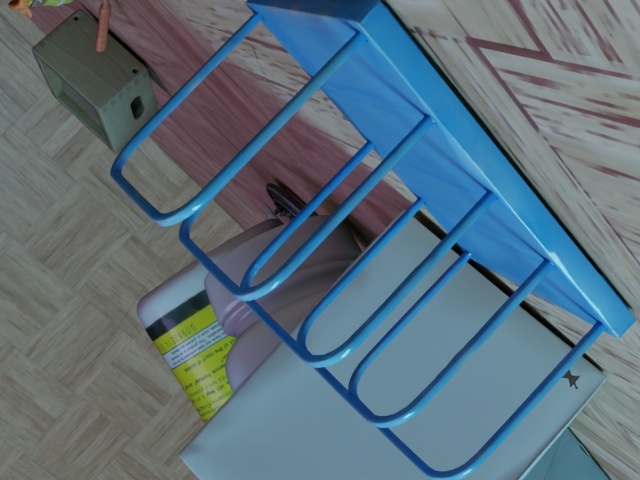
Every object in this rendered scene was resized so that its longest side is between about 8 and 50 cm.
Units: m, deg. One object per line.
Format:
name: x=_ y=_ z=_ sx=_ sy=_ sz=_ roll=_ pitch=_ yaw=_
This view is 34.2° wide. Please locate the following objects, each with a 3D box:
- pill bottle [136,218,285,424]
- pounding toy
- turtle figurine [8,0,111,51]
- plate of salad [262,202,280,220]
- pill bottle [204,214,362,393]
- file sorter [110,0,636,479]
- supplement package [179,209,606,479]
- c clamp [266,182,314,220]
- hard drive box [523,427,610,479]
pill bottle: x=-0.035 y=0.161 z=1.114 sx=0.334 sy=0.188 sz=0.188 roll=58 pitch=176 yaw=1
pounding toy: x=-0.245 y=-0.186 z=1.179 sx=0.130 sy=0.100 sz=0.141 roll=42 pitch=165 yaw=13
turtle figurine: x=-0.271 y=-0.243 z=0.810 sx=0.217 sy=0.087 sz=0.269 roll=42 pitch=175 yaw=15
plate of salad: x=-0.003 y=0.031 z=1.242 sx=0.200 sy=0.048 sz=0.200 roll=54 pitch=175 yaw=7
pill bottle: x=0.019 y=0.132 z=0.848 sx=0.160 sy=0.160 sz=0.283 roll=58 pitch=-174 yaw=-73
file sorter: x=0.016 y=-0.002 z=0.419 sx=0.170 sy=0.104 sz=0.118 roll=45 pitch=176 yaw=-26
supplement package: x=0.050 y=0.120 z=0.654 sx=0.149 sy=0.194 sz=0.203 roll=42 pitch=174 yaw=16
c clamp: x=0.000 y=0.000 z=1.083 sx=0.161 sy=0.022 sz=0.137 roll=43 pitch=176 yaw=-4
hard drive box: x=0.158 y=0.186 z=0.985 sx=0.232 sy=0.089 sz=0.181 roll=38 pitch=172 yaw=49
